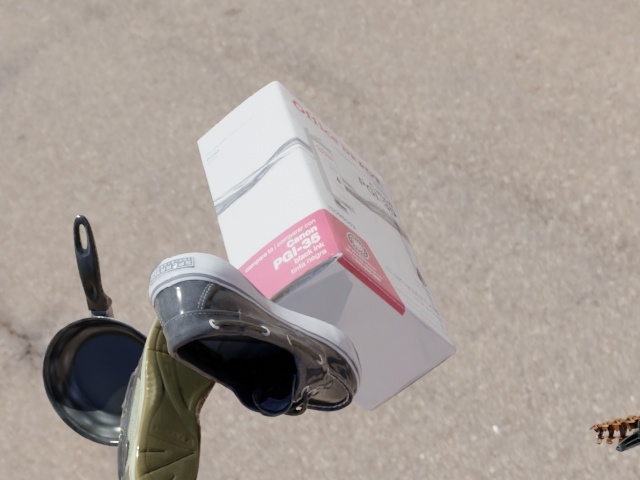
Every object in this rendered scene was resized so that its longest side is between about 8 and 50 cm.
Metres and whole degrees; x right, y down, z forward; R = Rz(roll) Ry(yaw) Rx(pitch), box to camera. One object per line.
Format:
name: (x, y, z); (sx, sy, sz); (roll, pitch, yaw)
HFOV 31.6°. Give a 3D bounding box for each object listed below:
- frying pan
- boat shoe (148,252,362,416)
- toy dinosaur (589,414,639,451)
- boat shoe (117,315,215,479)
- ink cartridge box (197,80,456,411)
frying pan: (-0.322, 0.138, 1.574); (0.197, 0.326, 0.053); (-23, 10, 20)
boat shoe: (-0.037, 0.087, 0.799); (0.080, 0.228, 0.076); (-24, 53, 17)
toy dinosaur: (0.420, 0.207, 1.140); (0.218, 0.164, 0.322); (-25, -11, -40)
boat shoe: (-0.144, 0.146, 1.020); (0.073, 0.080, 0.224); (-37, 34, 35)
ink cartridge box: (0.000, 0.000, 1.144); (0.117, 0.207, 0.283); (-37, 41, 16)
